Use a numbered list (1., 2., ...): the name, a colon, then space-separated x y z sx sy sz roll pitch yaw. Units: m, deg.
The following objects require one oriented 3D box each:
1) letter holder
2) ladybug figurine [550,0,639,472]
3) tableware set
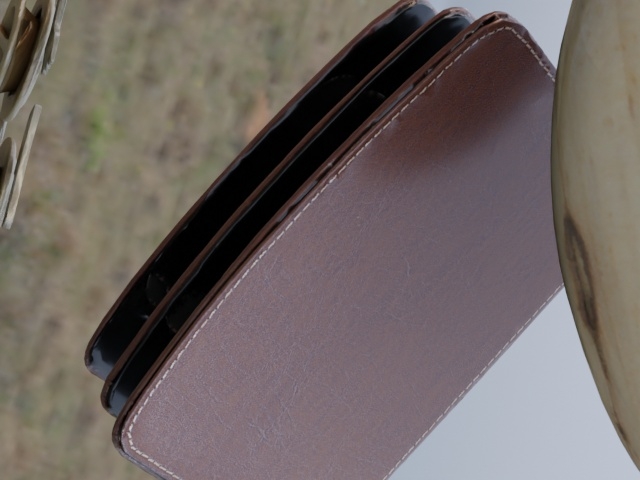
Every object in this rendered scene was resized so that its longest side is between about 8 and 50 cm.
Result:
1. letter holder: 0.000 0.000 0.951 0.302 0.152 0.214 -48 139 0
2. ladybug figurine: 0.255 -0.034 0.768 0.162 0.305 0.449 -94 172 -65
3. tableware set: -0.199 -0.072 1.002 0.128 0.039 0.194 -42 -145 56
